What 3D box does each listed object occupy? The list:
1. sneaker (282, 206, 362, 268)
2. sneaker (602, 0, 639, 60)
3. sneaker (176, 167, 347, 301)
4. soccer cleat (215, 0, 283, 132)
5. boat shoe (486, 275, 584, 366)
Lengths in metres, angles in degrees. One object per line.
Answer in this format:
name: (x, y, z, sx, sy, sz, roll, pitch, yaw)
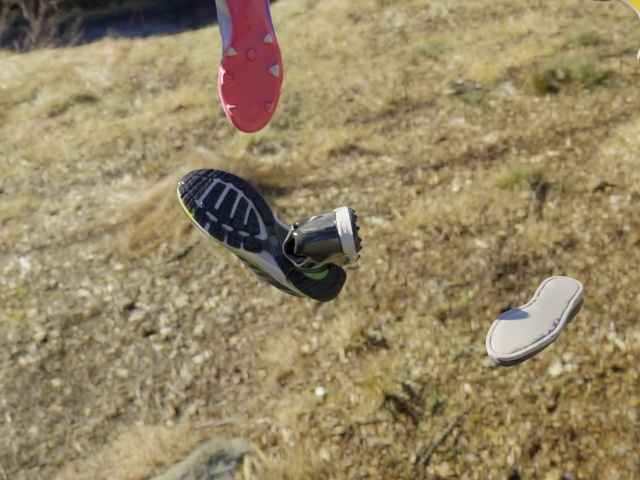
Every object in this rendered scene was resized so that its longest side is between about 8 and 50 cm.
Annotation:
sneaker: (0.000, 0.000, 1.322, 0.106, 0.078, 0.234, -11, -5, 0)
sneaker: (0.214, -0.218, 0.673, 0.084, 0.185, 0.070, -36, -19, 34)
sneaker: (-0.107, 0.003, 1.489, 0.111, 0.300, 0.121, -55, 11, -25)
soccer cleat: (-0.095, -0.261, 1.188, 0.083, 0.247, 0.095, -7, 11, -2)
boat shoe: (0.274, 0.115, 1.195, 0.075, 0.064, 0.206, 19, 35, 32)
